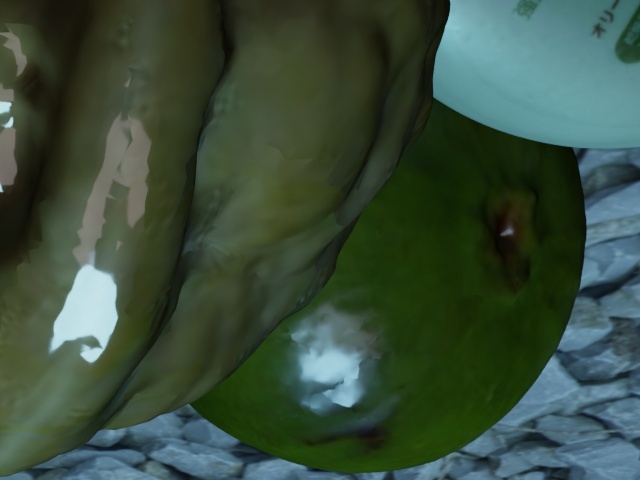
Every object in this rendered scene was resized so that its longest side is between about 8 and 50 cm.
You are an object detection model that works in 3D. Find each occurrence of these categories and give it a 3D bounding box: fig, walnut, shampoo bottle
[{"bbox_3d":[0.000,0.000,1.131,0.316,0.316,0.316,-2,146,-2],"label":"fig"},{"bbox_3d":[-0.124,-0.089,0.743,0.383,0.384,0.383,-2,146,-2],"label":"walnut"},{"bbox_3d":[0.071,-0.190,0.936,0.349,0.151,0.222,23,103,-23],"label":"shampoo bottle"}]
